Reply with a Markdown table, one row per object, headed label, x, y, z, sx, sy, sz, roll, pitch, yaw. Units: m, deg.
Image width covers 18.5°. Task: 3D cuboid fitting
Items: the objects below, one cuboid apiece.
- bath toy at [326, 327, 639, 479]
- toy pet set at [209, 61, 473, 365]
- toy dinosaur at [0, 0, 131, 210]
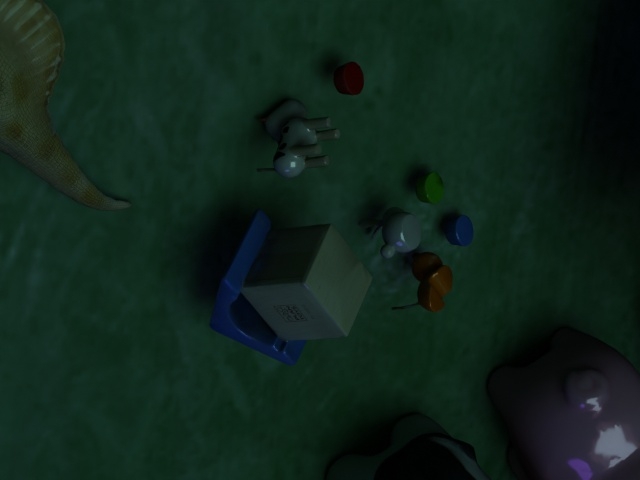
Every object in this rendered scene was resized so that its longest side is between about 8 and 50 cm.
| label | x | y | z | sx | sy | sz | roll | pitch | yaw |
| --- | --- | --- | --- | --- | --- | --- | --- | --- | --- |
| bath toy | 0.133 | 0.127 | 0.960 | 0.348 | 0.129 | 0.151 | -34 | 120 | -12 |
| toy pet set | 0.000 | 0.000 | 0.898 | 0.122 | 0.065 | 0.114 | 52 | 47 | -34 |
| toy dinosaur | -0.140 | -0.057 | 0.796 | 0.092 | 0.053 | 0.183 | -35 | 121 | -12 |
